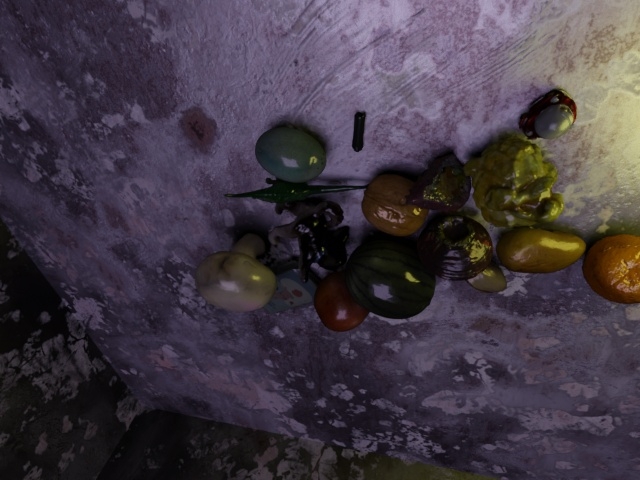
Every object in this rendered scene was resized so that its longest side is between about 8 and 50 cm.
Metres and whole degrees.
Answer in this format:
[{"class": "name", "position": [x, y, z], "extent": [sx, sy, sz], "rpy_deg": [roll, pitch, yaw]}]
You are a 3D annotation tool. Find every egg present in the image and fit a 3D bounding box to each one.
[{"class": "egg", "position": [-0.096, -0.277, 1.312], "extent": [0.236, 0.169, 0.169], "rpy_deg": [18, 132, 7]}]

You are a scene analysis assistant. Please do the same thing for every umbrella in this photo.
[{"class": "umbrella", "position": [0.119, -0.342, 1.280], "extent": [0.036, 0.031, 0.133], "rpy_deg": [30, 138, 29]}]

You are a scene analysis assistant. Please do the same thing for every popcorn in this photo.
[{"class": "popcorn", "position": [0.552, -0.162, 1.161], "extent": [0.242, 0.235, 0.250], "rpy_deg": [-21, 109, 52]}]

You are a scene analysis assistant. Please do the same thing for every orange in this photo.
[{"class": "orange", "position": [0.944, 0.089, 1.255], "extent": [0.219, 0.193, 0.219], "rpy_deg": [7, 99, 48]}]

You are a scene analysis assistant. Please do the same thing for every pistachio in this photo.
[{"class": "pistachio", "position": [0.589, 0.129, 1.457], "extent": [0.185, 0.124, 0.124], "rpy_deg": [32, 131, -13]}]

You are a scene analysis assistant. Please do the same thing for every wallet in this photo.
[{"class": "wallet", "position": [-0.166, 0.216, 1.816], "extent": [0.360, 0.083, 0.252], "rpy_deg": [-23, 124, 32]}]

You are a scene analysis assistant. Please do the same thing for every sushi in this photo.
[{"class": "sushi", "position": [0.367, -0.146, 1.232], "extent": [0.161, 0.241, 0.107], "rpy_deg": [49, 147, -17]}]

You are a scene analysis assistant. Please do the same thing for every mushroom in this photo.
[{"class": "mushroom", "position": [-0.324, 0.158, 1.600], "extent": [0.315, 0.356, 0.315], "rpy_deg": [1, 96, 8]}]

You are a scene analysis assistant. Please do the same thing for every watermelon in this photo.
[{"class": "watermelon", "position": [0.264, 0.146, 1.478], "extent": [0.359, 0.279, 0.279], "rpy_deg": [20, 133, -8]}]

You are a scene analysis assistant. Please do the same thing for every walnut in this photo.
[{"class": "walnut", "position": [0.246, -0.116, 1.329], "extent": [0.226, 0.193, 0.193], "rpy_deg": [30, 132, -4]}]

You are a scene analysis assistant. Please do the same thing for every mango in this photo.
[{"class": "mango", "position": [0.720, 0.031, 1.331], "extent": [0.262, 0.130, 0.167], "rpy_deg": [3, 125, 8]}]

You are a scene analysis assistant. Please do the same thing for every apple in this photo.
[{"class": "apple", "position": [0.085, 0.248, 1.637], "extent": [0.253, 0.253, 0.253], "rpy_deg": [9, 131, 11]}]

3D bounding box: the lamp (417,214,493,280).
[{"class": "lamp", "position": [0.445, 0.019, 1.343], "extent": [0.247, 0.247, 0.247], "rpy_deg": [9, 131, 11]}]

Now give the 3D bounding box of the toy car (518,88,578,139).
[{"class": "toy car", "position": [0.612, -0.317, 1.080], "extent": [0.139, 0.112, 0.112], "rpy_deg": [-32, 114, 35]}]

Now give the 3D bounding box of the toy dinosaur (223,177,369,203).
[{"class": "toy dinosaur", "position": [-0.071, -0.157, 1.353], "extent": [0.301, 0.447, 0.087], "rpy_deg": [20, 120, 43]}]

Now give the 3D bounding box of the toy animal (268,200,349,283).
[{"class": "toy animal", "position": [0.000, 0.000, 1.501], "extent": [0.303, 0.194, 0.344], "rpy_deg": [-11, 130, 33]}]
